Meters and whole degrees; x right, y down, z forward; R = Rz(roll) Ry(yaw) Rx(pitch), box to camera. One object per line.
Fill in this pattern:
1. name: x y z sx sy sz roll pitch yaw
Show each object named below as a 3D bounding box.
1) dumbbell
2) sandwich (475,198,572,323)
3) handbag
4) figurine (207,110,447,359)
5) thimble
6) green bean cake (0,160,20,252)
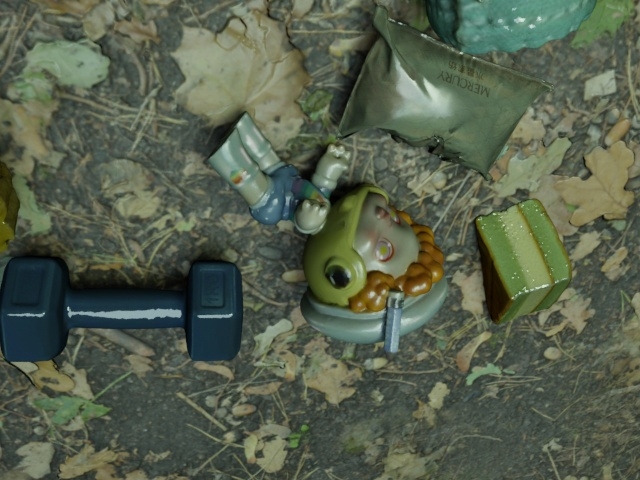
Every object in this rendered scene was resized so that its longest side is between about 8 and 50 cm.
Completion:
1. dumbbell: -0.272 0.096 0.902 0.325 0.144 0.160 1 118 -13
2. sandwich: 0.326 0.043 1.070 0.117 0.144 0.187 -17 157 -1
3. handbag: 0.156 -0.177 0.852 0.270 0.117 0.182 16 123 -18
4. figurine: 0.006 -0.020 0.906 0.205 0.224 0.382 -36 97 35
5. thimble: 0.207 -0.310 0.721 0.198 0.235 0.143 9 128 31
6. green bean cake: -0.496 -0.078 0.762 0.230 0.131 0.224 -7 123 -11
